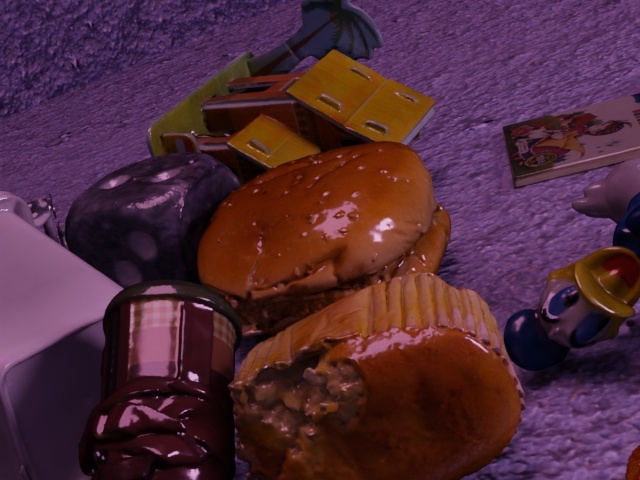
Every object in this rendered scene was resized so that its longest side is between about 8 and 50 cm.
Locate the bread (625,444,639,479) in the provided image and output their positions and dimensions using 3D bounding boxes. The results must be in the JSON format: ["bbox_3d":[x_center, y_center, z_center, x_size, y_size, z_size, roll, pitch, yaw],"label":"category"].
[{"bbox_3d":[0.344,0.185,0.833,0.268,0.095,0.139,6,31,18],"label":"bread"}]

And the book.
[{"bbox_3d":[0.415,-0.157,1.679,0.322,0.018,0.228,-14,22,10],"label":"book"}]

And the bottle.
[{"bbox_3d":[-0.143,0.178,1.081,0.143,0.156,0.271,-4,52,4],"label":"bottle"}]

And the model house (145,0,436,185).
[{"bbox_3d":[-0.036,-0.188,1.678,0.323,0.340,0.300,0,29,29],"label":"model house"}]

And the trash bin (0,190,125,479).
[{"bbox_3d":[-0.322,0.111,1.323,0.296,0.256,0.367,-27,30,-34],"label":"trash bin"}]

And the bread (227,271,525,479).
[{"bbox_3d":[0.046,0.138,1.042,0.250,0.179,0.133,-16,26,8],"label":"bread"}]

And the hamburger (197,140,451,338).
[{"bbox_3d":[0.000,0.000,1.423,0.289,0.170,0.314,-16,22,22],"label":"hamburger"}]

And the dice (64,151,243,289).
[{"bbox_3d":[-0.200,0.000,1.552,0.183,0.182,0.181,-4,24,28],"label":"dice"}]

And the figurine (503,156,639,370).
[{"bbox_3d":[0.329,0.033,1.162,0.338,0.205,0.283,-34,32,-8],"label":"figurine"}]
